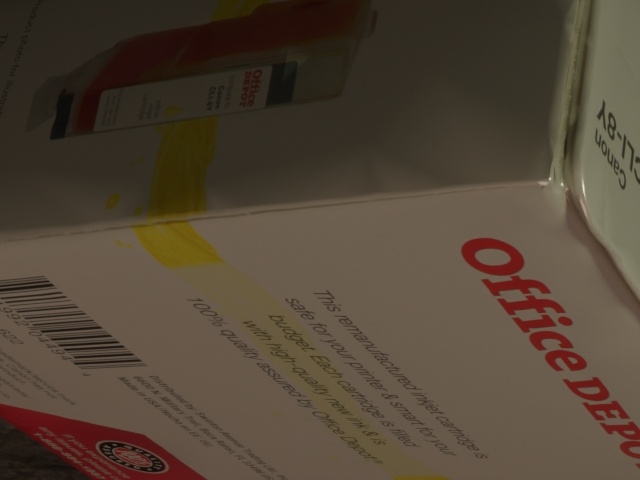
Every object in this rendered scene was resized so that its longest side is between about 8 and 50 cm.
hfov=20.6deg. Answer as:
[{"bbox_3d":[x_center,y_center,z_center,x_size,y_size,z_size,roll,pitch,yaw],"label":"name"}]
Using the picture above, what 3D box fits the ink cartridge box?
[{"bbox_3d":[0.000,0.000,0.836,0.385,0.160,0.279,-5,147,30],"label":"ink cartridge box"}]
